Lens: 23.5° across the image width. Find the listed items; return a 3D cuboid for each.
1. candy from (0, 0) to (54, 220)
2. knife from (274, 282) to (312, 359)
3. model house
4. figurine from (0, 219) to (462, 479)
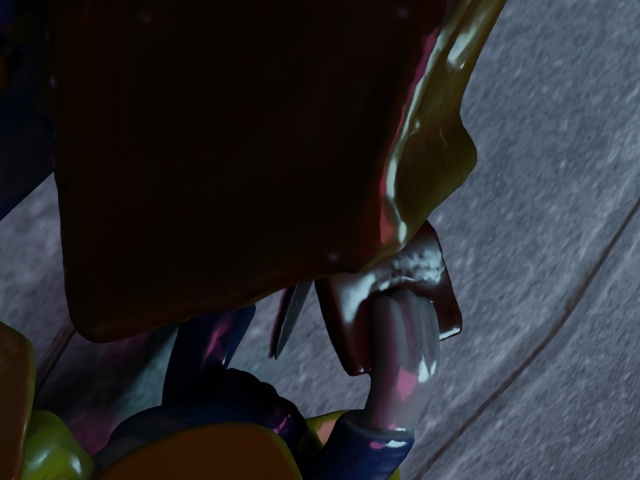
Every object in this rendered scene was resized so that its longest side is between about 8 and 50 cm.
[{"bbox_3d":[-0.168,-0.031,0.570,0.194,0.062,0.097,-45,149,-19],"label":"candy"},{"bbox_3d":[0.000,0.000,0.899,0.023,0.010,0.170,-14,132,-50],"label":"knife"},{"bbox_3d":[0.005,-0.075,0.581,0.239,0.173,0.268,-65,168,23],"label":"model house"},{"bbox_3d":[-0.049,0.097,0.820,0.283,0.204,0.338,-54,163,-17],"label":"figurine"}]
